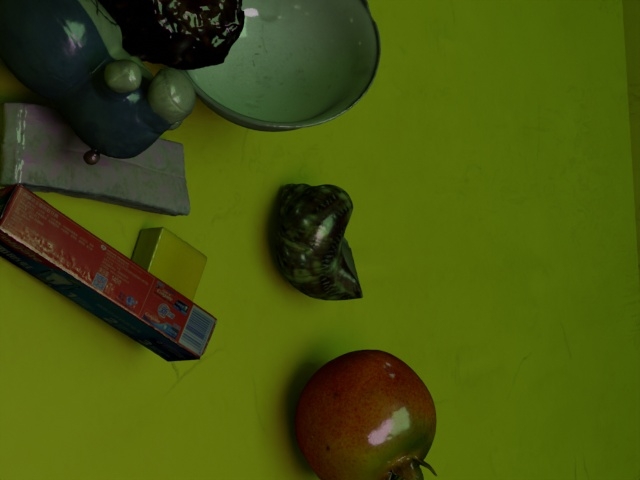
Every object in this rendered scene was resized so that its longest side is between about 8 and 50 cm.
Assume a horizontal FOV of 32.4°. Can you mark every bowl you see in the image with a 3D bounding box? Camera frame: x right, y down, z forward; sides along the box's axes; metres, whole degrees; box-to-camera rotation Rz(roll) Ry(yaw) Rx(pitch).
[{"bbox_3d":[-0.080,-0.257,1.569,0.313,0.146,0.313,5,62,-10],"label":"bowl"}]

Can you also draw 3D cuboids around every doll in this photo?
[{"bbox_3d":[-0.275,-0.212,1.290,0.154,0.228,0.258,-39,101,-6],"label":"doll"}]

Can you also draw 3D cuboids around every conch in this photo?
[{"bbox_3d":[-0.003,0.000,1.709,0.187,0.124,0.182,52,35,-69],"label":"conch"}]

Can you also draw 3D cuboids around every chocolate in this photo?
[{"bbox_3d":[-0.171,-0.345,1.388,0.206,0.177,0.224,34,55,-5],"label":"chocolate"}]

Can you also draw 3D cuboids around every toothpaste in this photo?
[{"bbox_3d":[-0.269,0.047,1.335,0.320,0.076,0.066,40,58,-33],"label":"toothpaste"}]

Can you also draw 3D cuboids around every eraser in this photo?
[{"bbox_3d":[-0.213,0.057,1.479,0.097,0.045,0.122,40,57,-44],"label":"eraser"}]

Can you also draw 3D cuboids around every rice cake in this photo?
[{"bbox_3d":[-0.283,-0.099,1.394,0.298,0.050,0.106,10,79,-52],"label":"rice cake"}]

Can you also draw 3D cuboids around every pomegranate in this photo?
[{"bbox_3d":[0.077,0.292,1.683,0.220,0.257,0.221,-25,141,-22],"label":"pomegranate"}]
